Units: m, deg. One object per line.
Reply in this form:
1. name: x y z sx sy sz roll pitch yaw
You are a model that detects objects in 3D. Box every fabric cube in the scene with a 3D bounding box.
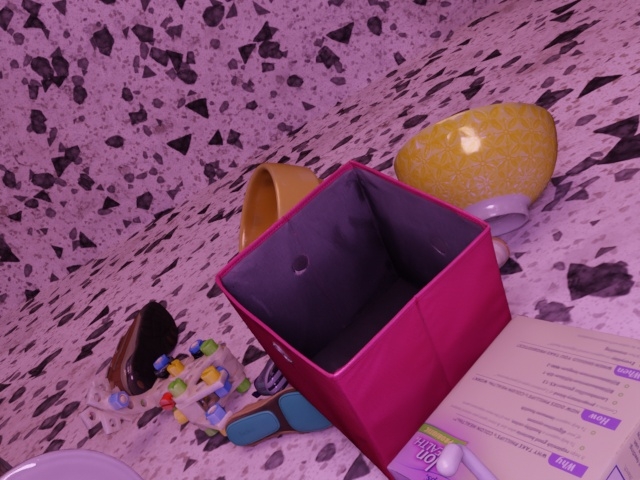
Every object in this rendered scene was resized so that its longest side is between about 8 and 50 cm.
1. fabric cube: 0.068 0.099 0.871 0.259 0.258 0.254 -41 44 -16

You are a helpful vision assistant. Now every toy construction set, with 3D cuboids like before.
1. toy construction set: -0.273 0.285 1.247 0.327 0.151 0.215 -12 29 22

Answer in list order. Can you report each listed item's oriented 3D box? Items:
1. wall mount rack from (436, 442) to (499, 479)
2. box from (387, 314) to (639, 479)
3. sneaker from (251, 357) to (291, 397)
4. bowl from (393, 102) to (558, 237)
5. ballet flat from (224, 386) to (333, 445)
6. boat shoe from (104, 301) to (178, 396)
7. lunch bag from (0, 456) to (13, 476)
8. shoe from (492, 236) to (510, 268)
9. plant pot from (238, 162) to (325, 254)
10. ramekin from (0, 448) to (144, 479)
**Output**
1. wall mount rack: 0.028 0.308 0.475 0.350 0.130 0.304 -43 3 28
2. box: 0.233 0.212 0.678 0.243 0.117 0.213 -42 23 -22
3. sneaker: -0.044 0.188 1.194 0.224 0.083 0.098 -46 10 -37
4. bowl: 0.282 -0.094 1.160 0.289 0.289 0.156 -22 67 29
5. ballet flat: -0.050 0.262 1.050 0.232 0.080 0.073 -21 9 28
6. boat shoe: -0.424 0.258 1.543 0.120 0.123 0.324 -32 20 15
7. lunch bag: -0.598 0.460 1.132 0.169 0.287 0.235 -41 21 -15
8. shoe: 0.207 0.044 1.128 0.219 0.077 0.058 -17 22 34
9. plant pot: 0.000 0.000 1.179 0.239 0.254 0.254 5 10 -21
10. ramekin: -0.358 0.424 0.913 0.273 0.273 0.127 -47 12 -29
